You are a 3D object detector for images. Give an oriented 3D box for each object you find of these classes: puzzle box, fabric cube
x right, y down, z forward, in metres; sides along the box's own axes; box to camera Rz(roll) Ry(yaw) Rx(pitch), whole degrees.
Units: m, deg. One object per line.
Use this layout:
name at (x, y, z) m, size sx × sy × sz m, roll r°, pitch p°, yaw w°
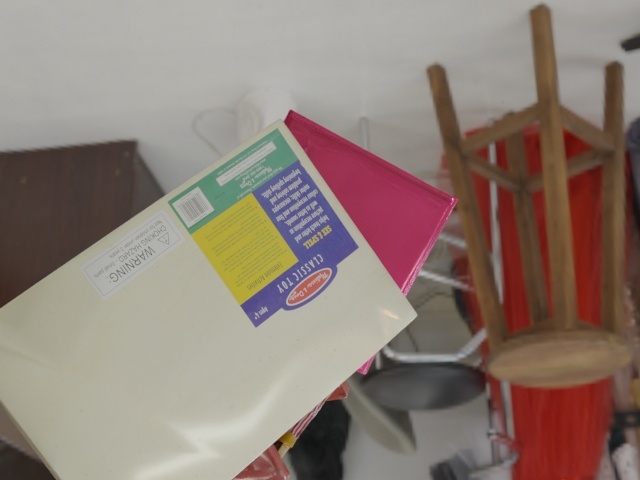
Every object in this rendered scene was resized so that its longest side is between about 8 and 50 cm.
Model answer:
puzzle box at (-0.119, 0.091, 0.986) m, size 0.409 × 0.272 × 0.052 m, roll -37°, pitch -174°, yaw -25°
fabric cube at (0.000, 0.000, 1.328) m, size 0.254 × 0.258 × 0.259 m, roll 29°, pitch 179°, yaw -5°

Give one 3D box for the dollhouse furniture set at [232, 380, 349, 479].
dollhouse furniture set at (-0.168, 0.246, 1.409) m, size 0.374 × 0.201 × 0.152 m, roll -16°, pitch 111°, yaw 37°
